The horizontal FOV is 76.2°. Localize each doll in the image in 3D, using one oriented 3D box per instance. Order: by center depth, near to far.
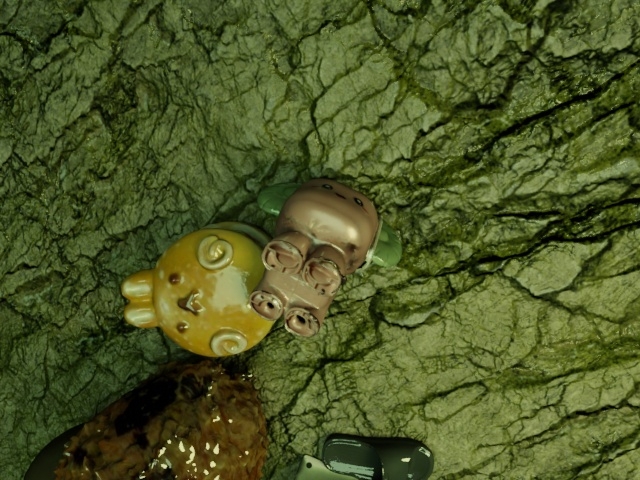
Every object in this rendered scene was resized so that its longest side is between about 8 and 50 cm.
[{"bbox_3d":[0.000,0.000,0.729,0.284,0.268,0.216,27,123,5],"label":"doll"}]

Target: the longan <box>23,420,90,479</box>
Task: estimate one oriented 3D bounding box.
[{"bbox_3d":[-0.502,0.525,0.888,0.258,0.258,0.257,1,100,9],"label":"longan"}]

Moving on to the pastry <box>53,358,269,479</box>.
[{"bbox_3d":[-0.289,0.421,0.763,0.293,0.337,0.404,2,64,38],"label":"pastry"}]

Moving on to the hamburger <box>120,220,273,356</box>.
[{"bbox_3d":[-0.221,0.094,0.809,0.303,0.186,0.260,8,100,10],"label":"hamburger"}]

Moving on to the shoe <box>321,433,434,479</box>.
[{"bbox_3d":[0.118,0.485,0.867,0.241,0.093,0.107,3,98,10],"label":"shoe"}]

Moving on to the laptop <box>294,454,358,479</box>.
[{"bbox_3d":[0.008,0.603,0.832,0.188,0.269,0.015,19,135,6],"label":"laptop"}]
